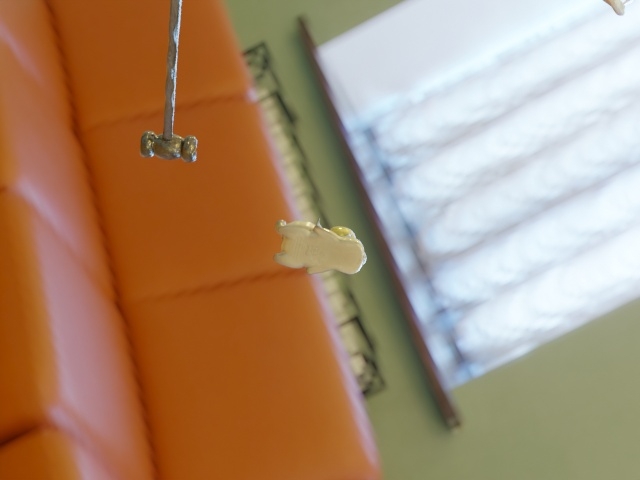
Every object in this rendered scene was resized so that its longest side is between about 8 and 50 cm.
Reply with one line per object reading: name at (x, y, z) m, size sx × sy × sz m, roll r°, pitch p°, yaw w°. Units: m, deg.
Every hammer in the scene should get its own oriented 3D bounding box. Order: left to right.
hammer at (-0.142, -0.172, 1.720) m, size 0.292 × 0.058 × 0.029 m, roll 101°, pitch -9°, yaw -55°

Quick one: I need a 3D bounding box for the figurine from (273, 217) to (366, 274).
figurine at (0.000, 0.000, 1.551) m, size 0.050 × 0.083 × 0.047 m, roll -81°, pitch -174°, yaw -62°

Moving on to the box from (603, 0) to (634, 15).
box at (0.136, -0.248, 0.593) m, size 0.116 × 0.274 × 0.203 m, roll 38°, pitch -8°, yaw 24°
